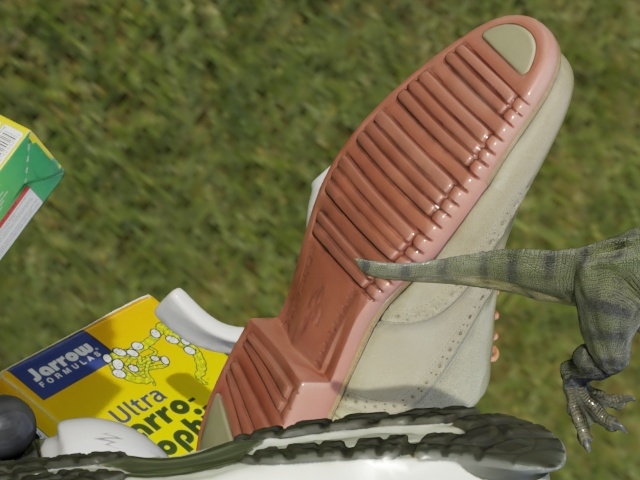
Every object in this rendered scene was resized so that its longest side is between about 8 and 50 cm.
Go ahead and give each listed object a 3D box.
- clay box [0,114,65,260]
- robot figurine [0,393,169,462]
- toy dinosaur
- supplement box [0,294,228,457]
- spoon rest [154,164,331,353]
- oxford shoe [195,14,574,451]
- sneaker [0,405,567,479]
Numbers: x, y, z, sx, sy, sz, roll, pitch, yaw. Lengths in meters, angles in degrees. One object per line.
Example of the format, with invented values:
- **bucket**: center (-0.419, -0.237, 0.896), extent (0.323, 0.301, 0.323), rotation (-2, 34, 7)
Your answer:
- **clay box**: center (-0.270, -0.041, 1.160), extent (0.127, 0.222, 0.053), rotation (-55, 145, -14)
- **robot figurine**: center (-0.201, 0.202, 1.143), extent (0.278, 0.173, 0.209), rotation (-15, 164, -7)
- **toy dinosaur**: center (0.153, 0.039, 0.964), extent (0.064, 0.268, 0.118), rotation (-54, 127, -40)
- **supplement box**: center (-0.112, 0.248, 1.757), extent (0.195, 0.356, 0.194), rotation (-29, 147, -44)
- **spoon rest**: center (0.000, 0.000, 1.544), extent (0.276, 0.084, 0.137), rotation (-38, 179, -25)
- **oxford shoe**: center (0.066, 0.029, 1.354), extent (0.146, 0.140, 0.397), rotation (22, 112, -31)
- **sneaker**: center (-0.086, 0.187, 0.881), extent (0.410, 0.158, 0.182), rotation (-7, 91, 3)
